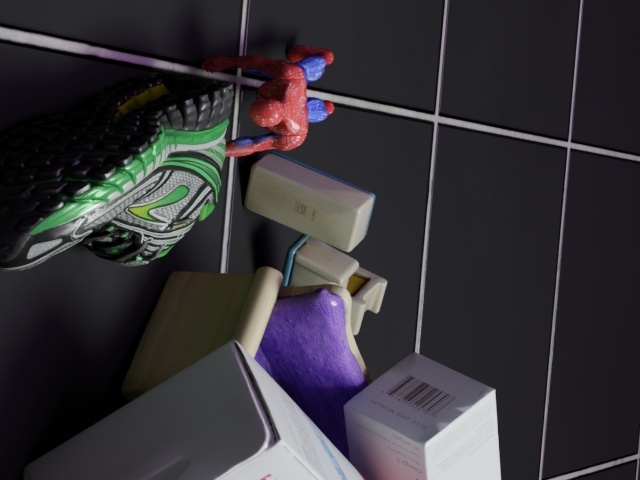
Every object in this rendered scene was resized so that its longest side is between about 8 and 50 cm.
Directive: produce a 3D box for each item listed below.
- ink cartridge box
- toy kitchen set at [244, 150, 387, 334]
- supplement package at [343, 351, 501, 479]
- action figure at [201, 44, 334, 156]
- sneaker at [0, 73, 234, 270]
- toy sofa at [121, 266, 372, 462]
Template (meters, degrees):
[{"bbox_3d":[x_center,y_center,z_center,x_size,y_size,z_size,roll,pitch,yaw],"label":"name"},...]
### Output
[{"bbox_3d":[-0.076,0.255,1.620,0.306,0.226,0.131,53,8,-45],"label":"ink cartridge box"},{"bbox_3d":[0.000,0.000,1.941,0.166,0.122,0.207,-43,152,-54],"label":"toy kitchen set"},{"bbox_3d":[0.100,0.218,1.781,0.105,0.105,0.179,-34,132,-35],"label":"supplement package"},{"bbox_3d":[-0.065,-0.135,1.793,0.280,0.139,0.091,-65,152,-79],"label":"action figure"},{"bbox_3d":[-0.164,-0.035,1.542,0.343,0.134,0.146,-32,123,-59],"label":"sneaker"},{"bbox_3d":[-0.035,0.198,1.790,0.362,0.177,0.150,69,32,-43],"label":"toy sofa"}]
